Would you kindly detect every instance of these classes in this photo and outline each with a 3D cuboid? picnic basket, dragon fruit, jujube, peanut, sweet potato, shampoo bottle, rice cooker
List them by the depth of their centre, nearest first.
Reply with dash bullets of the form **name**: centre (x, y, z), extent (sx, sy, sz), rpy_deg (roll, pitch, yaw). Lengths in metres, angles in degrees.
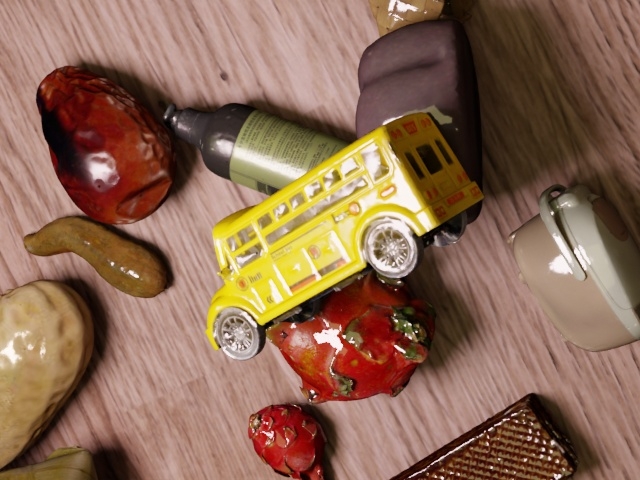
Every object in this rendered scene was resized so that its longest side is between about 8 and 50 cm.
- **picnic basket**: centre (0.144, -0.320, 1.247), extent (0.178, 0.128, 0.138), rpy_deg (-14, 98, 35)
- **rice cooker**: centre (0.313, 0.034, 1.251), extent (0.127, 0.145, 0.206), rpy_deg (-38, 85, 28)
- **dragon fruit**: centre (0.019, 0.083, 1.329), extent (0.200, 0.198, 0.269), rpy_deg (-42, 78, 39)
- **shampoo bottle**: centre (-0.075, -0.114, 1.358), extent (0.283, 0.101, 0.101), rpy_deg (21, 104, 12)
- **jujube**: centre (-0.292, -0.130, 1.395), extent (0.236, 0.168, 0.168), rpy_deg (46, 109, 23)
- **dragon fruit**: centre (-0.025, 0.291, 1.430), extent (0.094, 0.094, 0.190), rpy_deg (-27, 115, 18)
- **sweet potato**: centre (-0.315, 0.015, 1.472), extent (0.233, 0.062, 0.081), rpy_deg (20, 105, 15)
- **peanut**: centre (-0.465, 0.210, 1.485), extent (0.192, 0.169, 0.387), rpy_deg (37, 108, -6)

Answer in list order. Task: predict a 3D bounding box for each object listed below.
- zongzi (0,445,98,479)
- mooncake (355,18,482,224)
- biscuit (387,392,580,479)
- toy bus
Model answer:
- **zongzi**: centre (-0.462, 0.463, 1.472), extent (0.360, 0.160, 0.323), rpy_deg (-9, 116, -3)
- **mooncake**: centre (0.124, -0.130, 1.227), extent (0.133, 0.245, 0.245), rpy_deg (-9, 96, 17)
- **biscuit**: centre (0.149, 0.343, 1.385), extent (0.388, 0.073, 0.107), rpy_deg (-36, 87, 18)
- **toy bus**: centre (0.000, 0.000, 1.132), extent (0.330, 0.144, 0.152), rpy_deg (-31, 89, 33)
